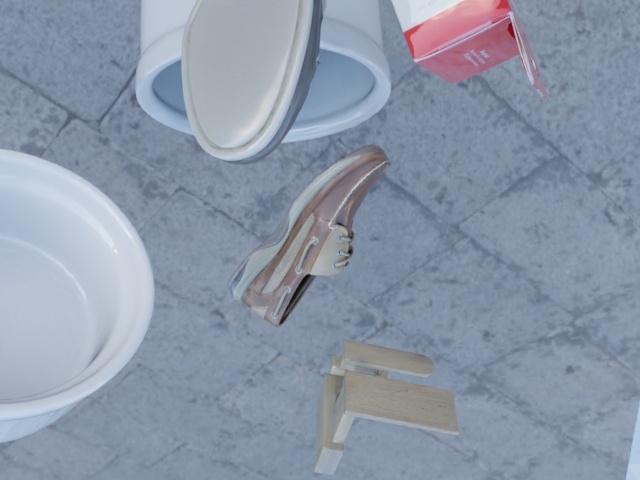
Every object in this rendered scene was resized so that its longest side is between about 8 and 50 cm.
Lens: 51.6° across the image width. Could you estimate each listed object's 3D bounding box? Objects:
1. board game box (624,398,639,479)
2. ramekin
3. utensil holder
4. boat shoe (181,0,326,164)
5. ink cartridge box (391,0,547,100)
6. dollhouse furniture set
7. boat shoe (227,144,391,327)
[{"bbox_3d":[0.427,0.110,0.745,0.065,0.318,0.318,14,123,33],"label":"board game box"},{"bbox_3d":[-0.317,0.059,0.642,0.277,0.277,0.135,26,135,-19],"label":"ramekin"},{"bbox_3d":[-0.083,-0.366,0.898,0.327,0.386,0.327,-4,168,-1],"label":"utensil holder"},{"bbox_3d":[-0.042,-0.207,0.538,0.112,0.336,0.095,-10,160,21],"label":"boat shoe"},{"bbox_3d":[0.100,-0.209,0.521,0.077,0.134,0.231,-21,87,24],"label":"ink cartridge box"},{"bbox_3d":[0.070,0.203,0.781,0.123,0.144,0.151,12,126,-6],"label":"dollhouse furniture set"},{"bbox_3d":[0.000,0.000,0.969,0.116,0.123,0.324,46,115,10],"label":"boat shoe"}]
